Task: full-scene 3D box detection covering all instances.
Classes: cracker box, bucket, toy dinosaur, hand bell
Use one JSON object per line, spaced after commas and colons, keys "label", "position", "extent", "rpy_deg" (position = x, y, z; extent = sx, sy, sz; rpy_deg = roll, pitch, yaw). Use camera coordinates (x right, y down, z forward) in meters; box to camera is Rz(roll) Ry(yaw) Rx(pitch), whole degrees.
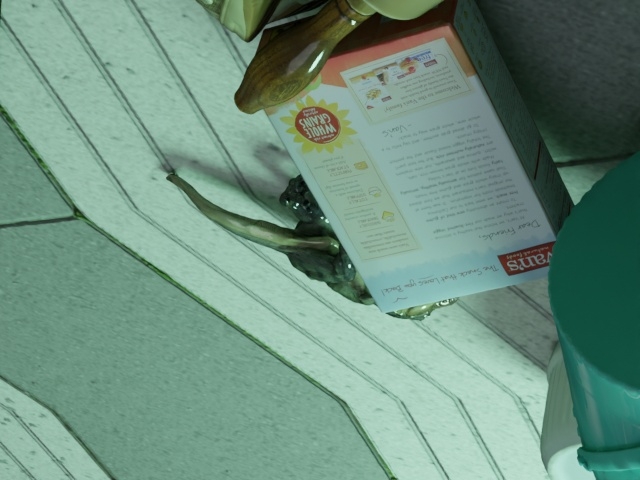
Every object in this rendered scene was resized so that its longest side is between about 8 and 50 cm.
{"label": "cracker box", "position": [0.070, -0.063, 1.400], "extent": [0.155, 0.067, 0.232], "rpy_deg": [-13, 127, 24]}
{"label": "bucket", "position": [0.294, 0.066, 1.364], "extent": [0.281, 0.281, 0.183], "rpy_deg": [3, 143, 27]}
{"label": "toy dinosaur", "position": [0.000, 0.000, 1.635], "extent": [0.268, 0.064, 0.118], "rpy_deg": [28, 157, -8]}
{"label": "hand bell", "position": [0.016, -0.145, 1.256], "extent": [0.126, 0.126, 0.242], "rpy_deg": [31, 137, -20]}

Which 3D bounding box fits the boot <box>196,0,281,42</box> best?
{"label": "boot", "position": [-0.103, -0.236, 1.214], "extent": [0.203, 0.095, 0.262], "rpy_deg": [31, 165, 3]}

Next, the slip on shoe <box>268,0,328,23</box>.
{"label": "slip on shoe", "position": [-0.018, -0.178, 1.363], "extent": [0.135, 0.051, 0.041], "rpy_deg": [-16, 96, 58]}

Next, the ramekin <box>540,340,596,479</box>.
{"label": "ramekin", "position": [0.285, 0.167, 1.691], "extent": [0.207, 0.109, 0.207], "rpy_deg": [15, 151, 9]}
